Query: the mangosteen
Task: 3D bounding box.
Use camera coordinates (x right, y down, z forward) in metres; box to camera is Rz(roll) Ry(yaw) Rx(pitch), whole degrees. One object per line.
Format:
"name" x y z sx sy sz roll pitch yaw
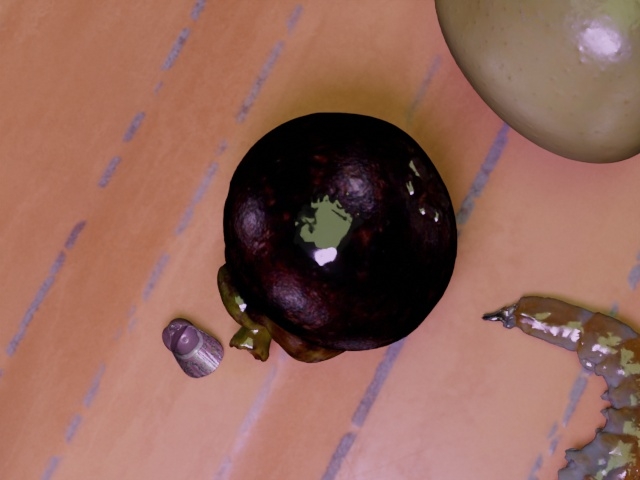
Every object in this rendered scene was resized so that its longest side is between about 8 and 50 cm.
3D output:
"mangosteen" 0.011 -0.009 1.608 0.297 0.313 0.296 4 83 -33

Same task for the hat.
"hat" -0.166 0.134 1.710 0.087 0.042 0.058 41 89 -25

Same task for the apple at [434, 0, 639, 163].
"apple" 0.324 -0.277 1.587 0.357 0.357 0.357 -1 81 4

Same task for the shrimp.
"shrimp" 0.335 0.186 1.647 0.185 0.068 0.287 -23 80 2
